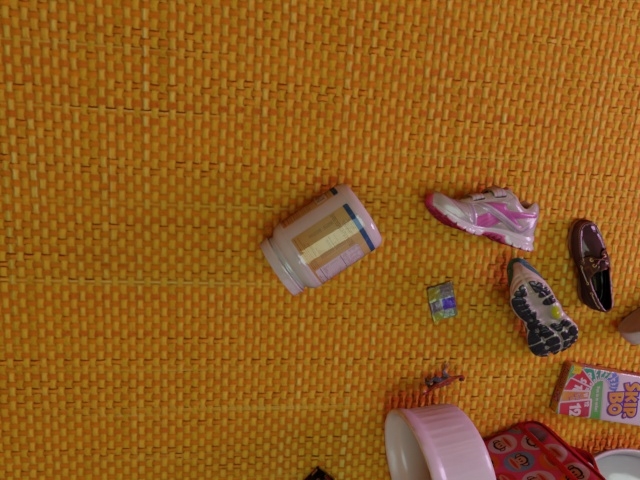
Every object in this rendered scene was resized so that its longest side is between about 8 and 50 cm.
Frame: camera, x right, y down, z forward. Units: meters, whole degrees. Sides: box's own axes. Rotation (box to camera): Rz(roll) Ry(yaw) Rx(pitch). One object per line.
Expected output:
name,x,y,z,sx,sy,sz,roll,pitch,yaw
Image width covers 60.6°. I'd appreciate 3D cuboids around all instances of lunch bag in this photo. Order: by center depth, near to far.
lunch bag,0.465,0.512,1.150,0.258,0.293,0.120,-21,104,-6

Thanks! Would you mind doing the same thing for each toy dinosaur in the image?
toy dinosaur,0.273,0.312,1.195,0.082,0.090,0.047,-8,124,26

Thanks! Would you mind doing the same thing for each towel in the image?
towel,0.263,0.132,1.178,0.060,0.009,0.083,-13,104,-6

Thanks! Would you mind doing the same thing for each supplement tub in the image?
supplement tub,0.000,0.000,1.041,0.200,0.144,0.144,-33,105,1

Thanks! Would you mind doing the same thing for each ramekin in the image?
ramekin,0.243,0.473,1.126,0.135,0.277,0.277,-9,104,-14

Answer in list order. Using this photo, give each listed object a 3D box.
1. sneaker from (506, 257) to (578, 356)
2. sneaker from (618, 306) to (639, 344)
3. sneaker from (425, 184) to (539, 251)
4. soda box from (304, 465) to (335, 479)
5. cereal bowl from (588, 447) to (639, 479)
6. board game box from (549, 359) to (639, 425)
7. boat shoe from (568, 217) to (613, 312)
sneaker,0.467,0.145,1.163,0.107,0.110,0.275,-23,124,15
sneaker,0.825,0.202,1.225,0.292,0.108,0.169,-25,102,-3
sneaker,0.330,-0.063,1.104,0.252,0.103,0.111,16,96,-18
soda box,-0.039,0.591,1.220,0.060,0.053,0.169,43,95,-15
cereal bowl,0.706,0.657,1.263,0.339,0.141,0.339,-1,72,4
board game box,0.674,0.360,1.280,0.259,0.039,0.124,11,102,-13
boat shoe,0.591,0.054,1.176,0.073,0.073,0.207,-19,104,-2
